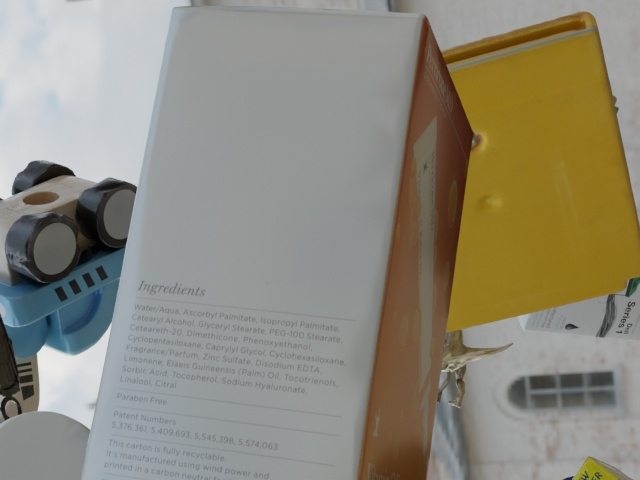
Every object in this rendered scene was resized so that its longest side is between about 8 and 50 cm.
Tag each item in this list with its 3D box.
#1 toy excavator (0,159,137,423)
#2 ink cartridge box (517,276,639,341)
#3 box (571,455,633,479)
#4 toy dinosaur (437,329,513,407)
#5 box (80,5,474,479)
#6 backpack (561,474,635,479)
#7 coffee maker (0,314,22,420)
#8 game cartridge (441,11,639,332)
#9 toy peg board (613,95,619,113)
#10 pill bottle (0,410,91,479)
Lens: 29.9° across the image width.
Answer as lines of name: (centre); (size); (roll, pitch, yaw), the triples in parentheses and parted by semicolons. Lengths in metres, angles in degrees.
toy excavator: (-0.464, 0.147, 1.897); (0.433, 0.222, 0.445); (-31, -56, -44)
ink cartridge box: (0.420, 0.060, 1.821); (0.092, 0.219, 0.160); (-102, 21, -57)
box: (0.331, 0.387, 1.258); (0.213, 0.243, 0.117); (-55, -30, 2)
toy dinosaur: (0.155, 0.146, 1.418); (0.093, 0.053, 0.183); (-70, 15, -9)
box: (-0.015, 0.049, 0.786); (0.215, 0.168, 0.345); (44, -128, -69)
backpack: (0.341, 0.465, 1.531); (0.273, 0.290, 0.355); (-60, -4, 23)
coffee maker: (-0.504, 0.185, 1.588); (0.120, 0.178, 0.171); (53, -160, -64)
game cartridge: (0.170, -0.051, 1.228); (0.053, 0.285, 0.324); (-90, -18, -51)
toy peg board: (0.332, -0.158, 1.711); (0.079, 0.160, 0.161); (1, -64, -53)
pill bottle: (-0.251, 0.223, 1.070); (0.229, 0.131, 0.131); (126, 146, -67)
